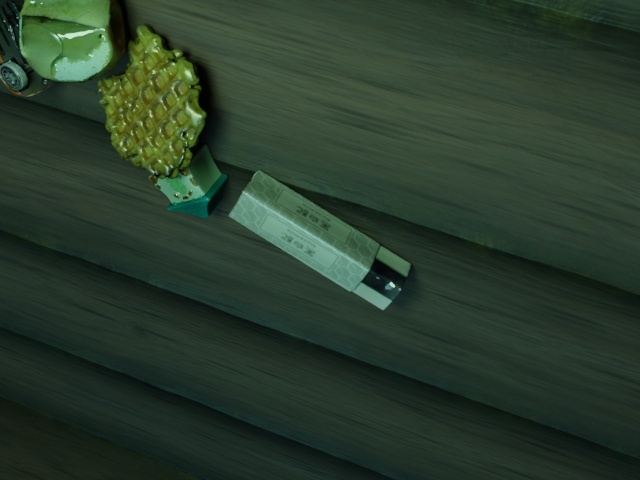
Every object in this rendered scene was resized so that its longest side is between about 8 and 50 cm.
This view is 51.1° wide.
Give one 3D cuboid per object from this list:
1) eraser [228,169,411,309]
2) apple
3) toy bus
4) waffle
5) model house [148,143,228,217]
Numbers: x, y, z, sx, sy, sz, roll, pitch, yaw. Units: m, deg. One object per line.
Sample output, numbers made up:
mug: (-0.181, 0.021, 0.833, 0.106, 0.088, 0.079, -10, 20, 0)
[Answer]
eraser: (0.000, 0.000, 1.477, 0.404, 0.098, 0.096, 31, 134, -3)
apple: (-0.475, -0.407, 1.299, 0.188, 0.174, 0.207, 5, 88, -3)
toy bus: (-0.658, -0.463, 1.363, 0.153, 0.143, 0.329, 9, 133, 31)
waffle: (-0.353, -0.276, 1.384, 0.282, 0.058, 0.300, 39, 125, 16)
model house: (-0.285, -0.122, 1.505, 0.127, 0.100, 0.149, -11, 124, 32)
